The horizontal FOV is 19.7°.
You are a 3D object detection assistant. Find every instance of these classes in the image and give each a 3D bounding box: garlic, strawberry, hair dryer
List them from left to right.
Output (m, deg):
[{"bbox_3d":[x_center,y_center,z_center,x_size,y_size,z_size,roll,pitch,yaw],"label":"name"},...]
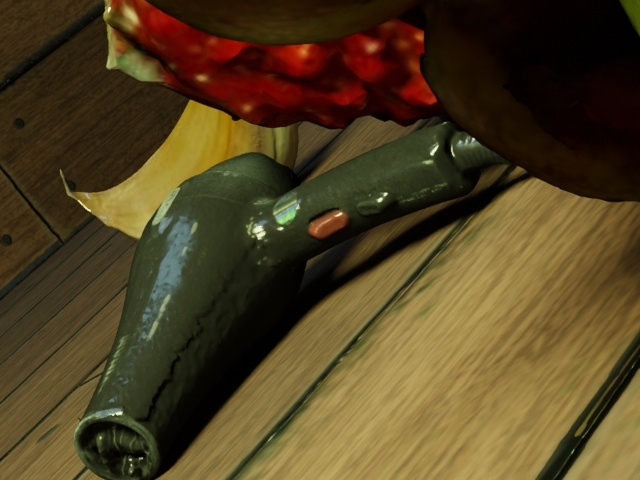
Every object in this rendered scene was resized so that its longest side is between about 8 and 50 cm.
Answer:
[{"bbox_3d":[-0.093,-0.051,1.496,0.206,0.128,0.115,-39,51,19],"label":"garlic"},{"bbox_3d":[0.000,0.000,0.910,0.271,0.091,0.235,-29,22,34],"label":"hair dryer"},{"bbox_3d":[0.046,-0.185,0.975,0.292,0.343,0.292,11,-90,-82],"label":"strawberry"}]

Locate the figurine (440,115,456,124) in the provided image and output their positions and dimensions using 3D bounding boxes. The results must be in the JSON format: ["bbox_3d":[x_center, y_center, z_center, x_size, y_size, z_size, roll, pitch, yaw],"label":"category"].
[{"bbox_3d":[0.131,-0.223,1.185,0.285,0.167,0.342,-42,52,2],"label":"figurine"}]

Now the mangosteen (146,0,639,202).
[{"bbox_3d":[0.096,-0.211,0.636,0.381,0.381,0.421,-23,47,63],"label":"mangosteen"}]
